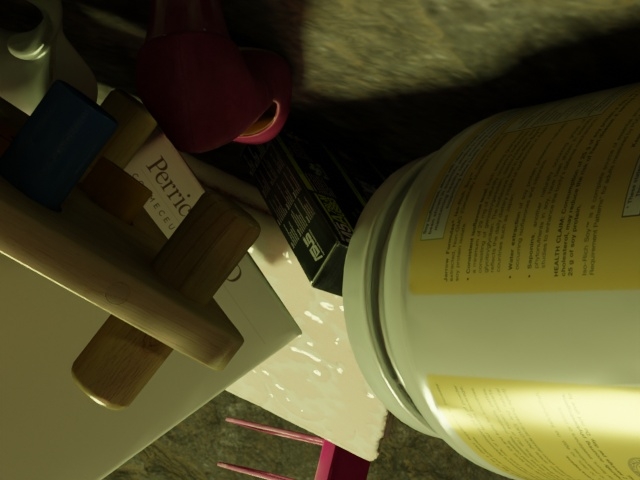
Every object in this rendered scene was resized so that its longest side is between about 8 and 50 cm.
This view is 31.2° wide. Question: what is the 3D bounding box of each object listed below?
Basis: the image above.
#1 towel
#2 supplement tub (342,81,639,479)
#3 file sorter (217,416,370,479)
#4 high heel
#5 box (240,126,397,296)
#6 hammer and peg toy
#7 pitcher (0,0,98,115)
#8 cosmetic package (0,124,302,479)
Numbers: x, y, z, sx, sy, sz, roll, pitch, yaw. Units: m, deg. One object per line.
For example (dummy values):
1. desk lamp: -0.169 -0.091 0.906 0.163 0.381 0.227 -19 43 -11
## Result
1. towel: -0.062 0.059 1.094 0.317 0.053 0.332 24 146 12
2. supplement tub: 0.188 0.029 0.666 0.241 0.241 0.331 19 167 -31
3. file sorter: -0.016 0.220 1.677 0.182 0.290 0.202 11 169 19
4. high heel: -0.058 -0.074 0.711 0.082 0.117 0.244 -5 165 1
5. box: 0.047 -0.008 0.877 0.184 0.045 0.190 16 -155 -31
6. hammer and peg toy: -0.212 -0.068 0.575 0.361 0.127 0.266 35 -175 -36
7. pitcher: -0.265 -0.120 0.762 0.207 0.125 0.178 2 148 -2
8. cosmetic package: -0.224 0.085 0.868 0.197 0.365 0.155 55 175 -19
